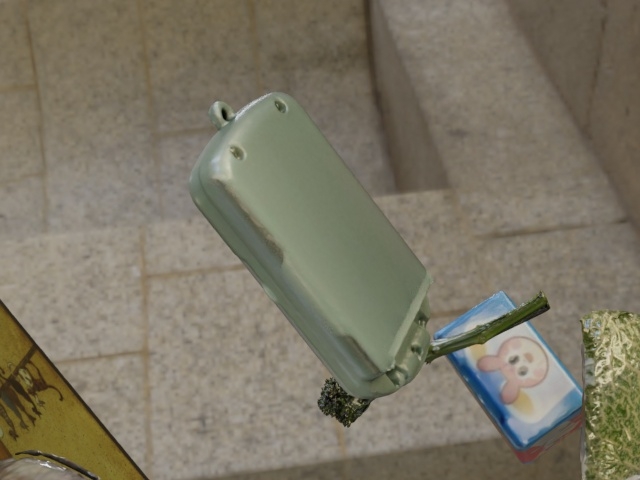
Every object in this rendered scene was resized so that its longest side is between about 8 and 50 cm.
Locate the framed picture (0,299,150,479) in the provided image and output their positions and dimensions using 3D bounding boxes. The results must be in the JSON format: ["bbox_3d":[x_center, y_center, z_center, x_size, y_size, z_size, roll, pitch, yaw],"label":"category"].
[{"bbox_3d":[-0.318,0.236,1.179,0.338,0.014,0.255,56,-157,-16],"label":"framed picture"}]

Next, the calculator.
[{"bbox_3d":[0.000,0.000,0.769,0.246,0.045,0.141,52,-144,-15],"label":"calculator"}]

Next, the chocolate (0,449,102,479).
[{"bbox_3d":[-0.264,0.353,0.895,0.213,0.303,0.303,-33,-54,-48],"label":"chocolate"}]

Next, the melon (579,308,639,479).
[{"bbox_3d":[0.257,0.122,0.941,0.093,0.202,0.139,-8,120,54],"label":"melon"}]

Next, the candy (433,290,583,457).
[{"bbox_3d":[0.230,0.170,1.275,0.157,0.100,0.306,55,-177,19],"label":"candy"}]

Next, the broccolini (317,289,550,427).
[{"bbox_3d":[0.090,0.093,0.896,0.044,0.218,0.042,60,-164,4],"label":"broccolini"}]
